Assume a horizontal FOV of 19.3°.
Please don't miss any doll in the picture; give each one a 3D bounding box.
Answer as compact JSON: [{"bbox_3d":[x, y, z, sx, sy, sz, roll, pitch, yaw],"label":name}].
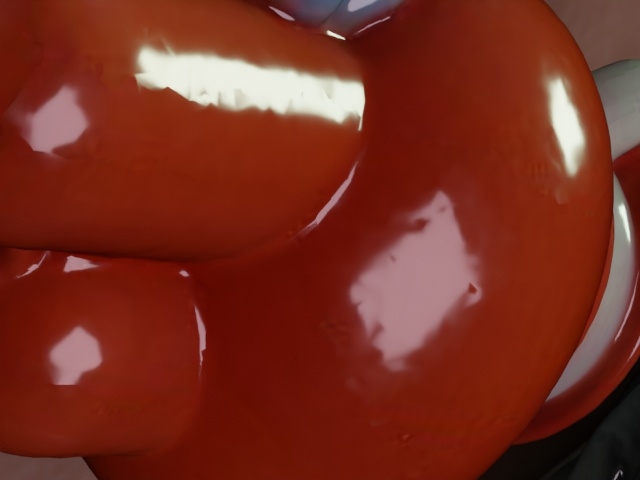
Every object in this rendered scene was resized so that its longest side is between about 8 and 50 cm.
[{"bbox_3d":[0.000,0.000,0.446,0.290,0.130,0.161,8,122,-53],"label":"doll"}]

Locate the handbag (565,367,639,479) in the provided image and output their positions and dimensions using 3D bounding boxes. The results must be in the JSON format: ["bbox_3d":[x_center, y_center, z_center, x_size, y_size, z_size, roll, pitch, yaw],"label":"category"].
[{"bbox_3d":[0.119,0.119,0.621,0.192,0.075,0.332,5,112,-58],"label":"handbag"}]
